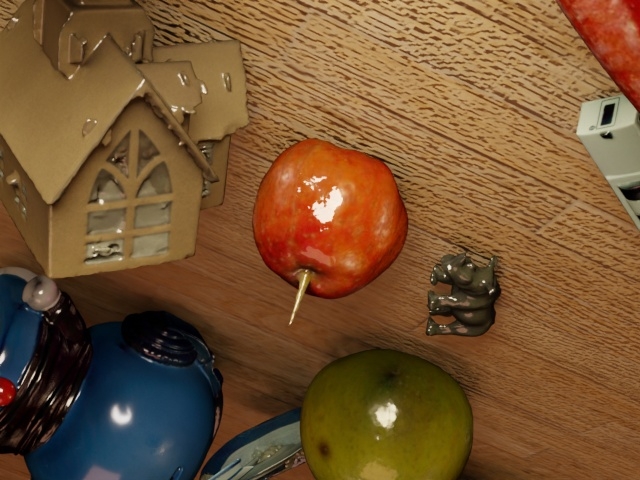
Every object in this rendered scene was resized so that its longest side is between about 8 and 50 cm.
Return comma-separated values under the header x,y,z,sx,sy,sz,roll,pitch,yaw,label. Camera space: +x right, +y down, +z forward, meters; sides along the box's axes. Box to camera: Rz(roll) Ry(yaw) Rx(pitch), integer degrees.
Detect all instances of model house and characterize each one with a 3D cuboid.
x,y,z,sx,sy,sz,roll,pitch,yaw,label
-0.130,-0.129,0.654,0.176,0.181,0.248,-11,131,-30,model house

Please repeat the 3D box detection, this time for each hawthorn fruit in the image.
x,y,z,sx,sy,sz,roll,pitch,yaw,label
0.006,-0.015,0.766,0.125,0.140,0.125,5,115,11,hawthorn fruit

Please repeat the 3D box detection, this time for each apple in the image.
x,y,z,sx,sy,sz,roll,pitch,yaw,label
0.070,0.209,1.060,0.196,0.157,0.196,5,148,3,apple

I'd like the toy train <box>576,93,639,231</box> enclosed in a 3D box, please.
x,y,z,sx,sy,sz,roll,pitch,yaw,label
0.245,-0.024,0.694,0.043,0.047,0.207,-9,139,40,toy train

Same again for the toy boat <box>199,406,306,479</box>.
x,y,z,sx,sy,sz,roll,pitch,yaw,label
-0.087,0.266,1.174,0.210,0.291,0.070,-33,81,34,toy boat

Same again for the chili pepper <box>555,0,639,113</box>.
x,y,z,sx,sy,sz,roll,pitch,yaw,label
0.164,-0.160,0.475,0.252,0.136,0.144,42,-172,-19,chili pepper

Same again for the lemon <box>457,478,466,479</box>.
x,y,z,sx,sy,sz,roll,pitch,yaw,label
0.180,0.440,1.292,0.253,0.254,0.310,-6,142,35,lemon

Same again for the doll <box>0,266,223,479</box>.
x,y,z,sx,sy,sz,roll,pitch,yaw,label
-0.263,0.190,1.123,0.310,0.284,0.240,33,-171,-33,doll

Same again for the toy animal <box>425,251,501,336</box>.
x,y,z,sx,sy,sz,roll,pitch,yaw,label
0.127,0.046,0.871,0.064,0.047,0.136,6,147,10,toy animal
